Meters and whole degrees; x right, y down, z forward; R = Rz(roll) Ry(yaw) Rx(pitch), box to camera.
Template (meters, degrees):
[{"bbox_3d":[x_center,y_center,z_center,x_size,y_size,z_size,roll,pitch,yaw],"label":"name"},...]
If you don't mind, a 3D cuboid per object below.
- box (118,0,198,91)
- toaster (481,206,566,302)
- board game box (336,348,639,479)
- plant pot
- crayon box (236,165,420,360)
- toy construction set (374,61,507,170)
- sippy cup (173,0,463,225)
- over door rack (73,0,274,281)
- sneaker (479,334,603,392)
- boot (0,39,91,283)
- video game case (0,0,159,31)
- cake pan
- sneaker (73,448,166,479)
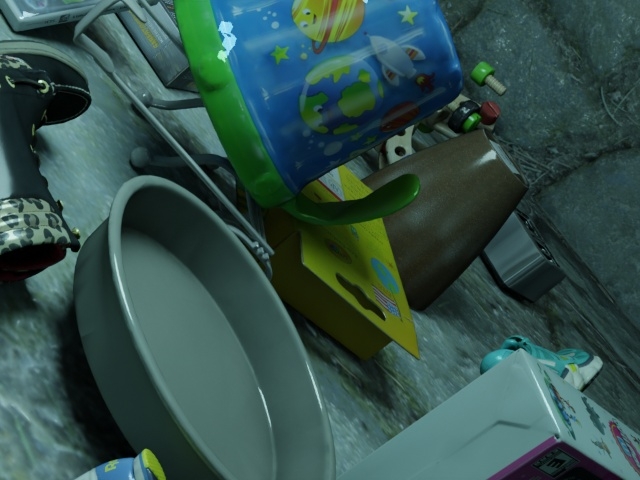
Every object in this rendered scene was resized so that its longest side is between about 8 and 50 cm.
[{"bbox_3d":[-0.174,-0.277,1.237,0.183,0.056,0.231,56,20,8],"label":"box"},{"bbox_3d":[0.393,0.020,1.931,0.185,0.110,0.168,26,31,-52],"label":"toaster"},{"bbox_3d":[0.185,0.247,0.876,0.303,0.224,0.097,33,26,-42],"label":"board game box"},{"bbox_3d":[0.177,-0.052,1.375,0.215,0.230,0.215,45,20,-21],"label":"plant pot"},{"bbox_3d":[0.000,0.000,1.106,0.202,0.081,0.318,40,22,-30],"label":"crayon box"},{"bbox_3d":[0.151,-0.200,1.657,0.237,0.257,0.309,45,-4,17],"label":"toy construction set"},{"bbox_3d":[0.009,-0.176,0.907,0.305,0.224,0.240,55,15,-62],"label":"sippy cup"},{"bbox_3d":[-0.151,-0.128,0.902,0.239,0.108,0.324,-104,171,-50],"label":"over door rack"},{"bbox_3d":[0.272,0.160,1.178,0.110,0.107,0.275,48,17,18],"label":"sneaker"},{"bbox_3d":[-0.225,-0.058,0.702,0.179,0.085,0.236,60,20,8],"label":"boot"},{"bbox_3d":[-0.281,-0.306,0.976,0.173,0.022,0.190,-25,76,-41],"label":"video game case"},{"bbox_3d":[-0.086,0.089,0.735,0.293,0.054,0.293,54,16,-23],"label":"cake pan"},{"bbox_3d":[-0.114,0.197,0.549,0.053,0.059,0.144,85,-4,-65],"label":"sneaker"}]
